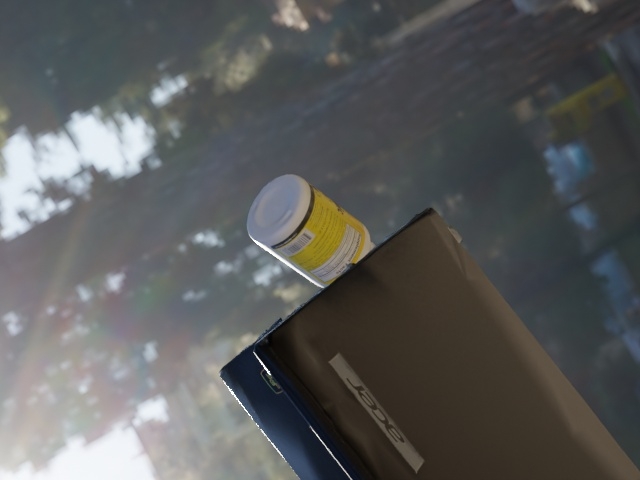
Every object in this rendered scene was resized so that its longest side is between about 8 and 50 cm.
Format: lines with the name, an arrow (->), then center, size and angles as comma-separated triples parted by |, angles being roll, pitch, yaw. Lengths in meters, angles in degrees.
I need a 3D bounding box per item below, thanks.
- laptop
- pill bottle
laptop -> 0.047, 0.125, 0.496 | 0.234, 0.136, 0.264 | 53, 147, 1
pill bottle -> 0.000, 0.000, 1.371 | 0.116, 0.065, 0.065 | 37, -159, -37
